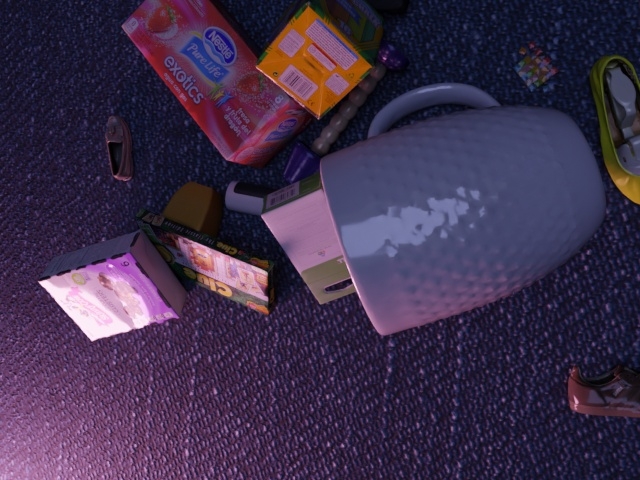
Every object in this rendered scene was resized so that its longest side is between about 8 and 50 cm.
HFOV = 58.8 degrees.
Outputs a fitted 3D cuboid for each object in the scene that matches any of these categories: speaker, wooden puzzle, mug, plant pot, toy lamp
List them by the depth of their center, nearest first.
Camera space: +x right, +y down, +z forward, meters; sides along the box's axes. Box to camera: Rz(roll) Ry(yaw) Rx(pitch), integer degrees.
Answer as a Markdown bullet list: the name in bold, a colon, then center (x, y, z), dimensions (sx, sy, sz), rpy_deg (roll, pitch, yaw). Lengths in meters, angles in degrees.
- **mug**: center (0.191, -0.085, 0.826), dimensions (0.328, 0.276, 0.374), rpy_deg (-19, 56, 10)
- **wooden puzzle**: center (0.337, -0.269, 0.891), dimensions (0.049, 0.006, 0.083), rpy_deg (-37, 82, 13)
- **toy lamp**: center (0.034, -0.203, 0.943), dimensions (0.080, 0.080, 0.275), rpy_deg (39, 99, 11)
- **speaker**: center (-0.094, -0.067, 0.993), dimensions (0.136, 0.055, 0.055), rpy_deg (12, 95, 15)
- **plant pot**: center (-0.220, -0.057, 1.017), dimensions (0.081, 0.081, 0.083), rpy_deg (21, 84, 14)

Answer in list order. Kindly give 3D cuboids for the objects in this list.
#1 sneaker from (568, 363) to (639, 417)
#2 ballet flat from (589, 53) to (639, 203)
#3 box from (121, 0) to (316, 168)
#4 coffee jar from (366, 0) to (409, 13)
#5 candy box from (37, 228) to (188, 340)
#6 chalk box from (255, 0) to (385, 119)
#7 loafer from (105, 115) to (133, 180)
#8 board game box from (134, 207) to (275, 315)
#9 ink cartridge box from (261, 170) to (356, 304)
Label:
- **sneaker**: center (0.469, 0.220, 0.840), dimensions (0.188, 0.066, 0.071), rpy_deg (-5, 90, 15)
- **ballet flat**: center (0.449, -0.163, 0.827), dimensions (0.077, 0.077, 0.231), rpy_deg (-16, 88, 15)
- **box**: center (-0.165, -0.281, 0.956), dimensions (0.142, 0.154, 0.300), rpy_deg (-41, 80, 13)
- **coffee jar**: center (0.112, -0.462, 0.910), dimensions (0.096, 0.079, 0.184), rpy_deg (12, 95, 15)
- **candy box**: center (-0.369, 0.085, 1.023), dimensions (0.196, 0.070, 0.165), rpy_deg (-16, 125, 16)
- **chalk box**: center (0.009, -0.320, 0.879), dimensions (0.132, 0.213, 0.132), rpy_deg (36, 131, -21)
- **loafer**: center (-0.384, -0.177, 1.076), dimensions (0.045, 0.039, 0.125), rpy_deg (-11, 89, 16)
- **board game box**: center (-0.199, 0.039, 0.995), dimensions (0.259, 0.136, 0.030), rpy_deg (21, 55, 14)
- **ink cartridge box**: center (0.000, 0.000, 0.943), dimensions (0.109, 0.062, 0.209), rpy_deg (-22, 122, 15)
